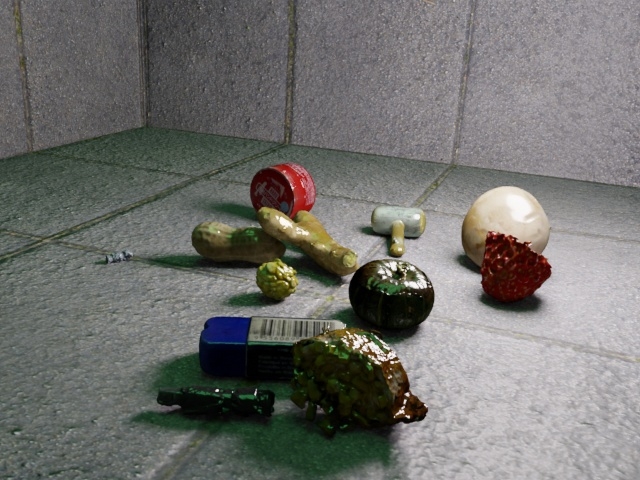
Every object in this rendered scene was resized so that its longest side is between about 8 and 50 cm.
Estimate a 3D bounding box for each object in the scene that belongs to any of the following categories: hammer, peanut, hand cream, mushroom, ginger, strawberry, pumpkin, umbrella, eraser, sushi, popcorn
[{"bbox_3d":[0.271,-0.027,2.366,0.201,0.113,0.305,3,27,8],"label":"hammer"},{"bbox_3d":[-0.257,0.014,2.105,0.298,0.120,0.136,6,-23,-3],"label":"peanut"},{"bbox_3d":[-0.141,-0.180,2.531,0.230,0.231,0.149,16,25,33],"label":"hand cream"},{"bbox_3d":[0.619,-0.013,2.209,0.292,0.293,0.290,19,-12,38],"label":"mushroom"},{"bbox_3d":[-0.005,0.014,2.140,0.348,0.122,0.363,38,3,17],"label":"ginger"},{"bbox_3d":[0.548,0.093,1.951,0.233,0.178,0.234,35,-4,3],"label":"strawberry"},{"bbox_3d":[0.188,0.135,1.768,0.237,0.159,0.238,7,17,-2],"label":"pumpkin"},{"bbox_3d":[-0.209,0.320,1.335,0.235,0.059,0.066,2,-2,4],"label":"umbrella"},{"bbox_3d":[-0.101,0.243,1.506,0.331,0.102,0.155,1,21,-1],"label":"eraser"},{"bbox_3d":[0.065,0.280,1.324,0.296,0.167,0.179,41,27,16],"label":"sushi"},{"bbox_3d":[-0.123,0.108,1.869,0.120,0.116,0.106,-2,2,-15],"label":"popcorn"}]

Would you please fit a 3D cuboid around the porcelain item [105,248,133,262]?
[{"bbox_3d":[-0.625,0.050,2.079,0.083,0.036,0.028,-15,57,-30],"label":"porcelain item"}]

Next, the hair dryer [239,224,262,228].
[{"bbox_3d":[-0.239,-0.023,2.357,0.167,0.068,0.199,4,2,-25],"label":"hair dryer"}]
